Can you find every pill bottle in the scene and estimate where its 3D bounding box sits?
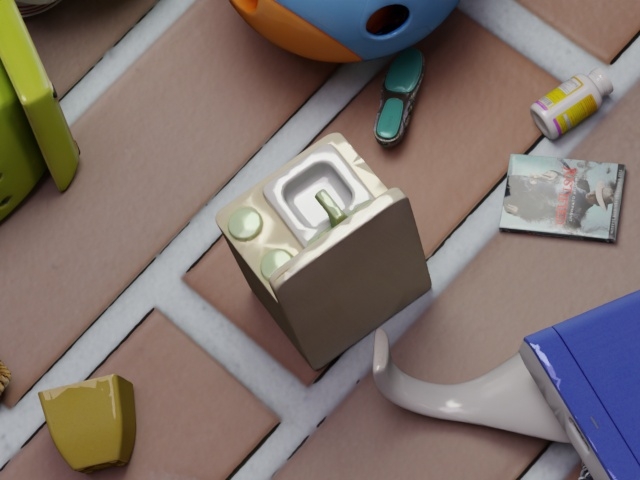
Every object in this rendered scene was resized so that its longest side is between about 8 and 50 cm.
[{"bbox_3d":[0.261,-0.144,1.888,0.083,0.043,0.043,-34,66,-6],"label":"pill bottle"}]

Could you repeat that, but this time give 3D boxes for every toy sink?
[{"bbox_3d":[0.000,0.000,1.768,0.153,0.234,0.131,-36,66,-6],"label":"toy sink"}]

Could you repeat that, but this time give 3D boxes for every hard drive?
[{"bbox_3d":[0.375,0.125,1.704,0.318,0.040,0.210,-21,64,-18],"label":"hard drive"}]

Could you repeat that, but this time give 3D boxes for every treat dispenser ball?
[{"bbox_3d":[0.024,-0.326,1.875,0.288,0.288,0.288,-4,66,8],"label":"treat dispenser ball"}]

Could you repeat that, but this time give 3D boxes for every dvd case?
[{"bbox_3d":[0.247,-0.044,1.864,0.119,0.013,0.087,7,68,12],"label":"dvd case"}]

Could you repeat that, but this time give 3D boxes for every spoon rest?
[{"bbox_3d":[0.188,0.136,1.763,0.276,0.084,0.137,4,47,2],"label":"spoon rest"}]

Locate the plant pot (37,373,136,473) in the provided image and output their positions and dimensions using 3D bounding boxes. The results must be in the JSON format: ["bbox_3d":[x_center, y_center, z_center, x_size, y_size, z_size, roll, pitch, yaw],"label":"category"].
[{"bbox_3d":[-0.226,0.186,1.814,0.081,0.081,0.083,-14,77,4],"label":"plant pot"}]

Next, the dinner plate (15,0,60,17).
[{"bbox_3d":[-0.337,-0.313,2.081,0.141,0.017,0.141,-4,67,9],"label":"dinner plate"}]

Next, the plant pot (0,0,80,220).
[{"bbox_3d":[-0.385,-0.144,1.909,0.207,0.227,0.228,-23,64,-7],"label":"plant pot"}]

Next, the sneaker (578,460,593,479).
[{"bbox_3d":[0.266,0.227,1.719,0.052,0.058,0.135,8,67,13],"label":"sneaker"}]

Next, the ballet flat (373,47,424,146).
[{"bbox_3d":[0.082,-0.148,1.924,0.041,0.041,0.114,13,69,15],"label":"ballet flat"}]

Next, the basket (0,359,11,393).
[{"bbox_3d":[-0.511,0.164,1.854,0.299,0.223,0.213,-52,31,-17],"label":"basket"}]

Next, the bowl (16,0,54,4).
[{"bbox_3d":[-0.312,-0.352,1.982,0.289,0.289,0.156,41,121,23],"label":"bowl"}]
